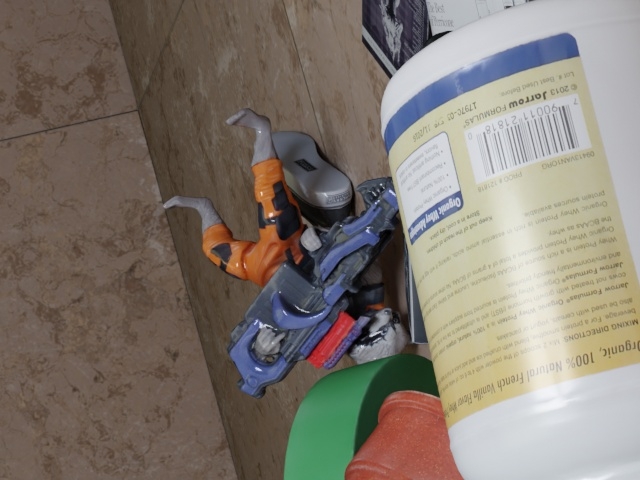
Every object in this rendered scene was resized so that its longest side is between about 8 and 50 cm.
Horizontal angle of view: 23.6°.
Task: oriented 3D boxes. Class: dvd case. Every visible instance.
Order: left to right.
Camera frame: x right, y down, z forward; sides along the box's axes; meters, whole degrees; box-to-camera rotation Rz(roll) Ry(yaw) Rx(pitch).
[{"bbox_3d":[0.078,-0.247,1.499,0.164,0.018,0.221,-121,23,-46],"label":"dvd case"},{"bbox_3d":[0.093,-0.013,1.463,0.239,0.029,0.179,-75,-18,-82],"label":"dvd case"}]

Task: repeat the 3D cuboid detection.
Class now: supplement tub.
[{"bbox_3d":[0.174,0.031,0.930,0.228,0.228,0.316,121,140,-70],"label":"supplement tub"}]

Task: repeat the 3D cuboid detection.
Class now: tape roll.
[{"bbox_3d":[0.085,0.271,1.459,0.321,0.077,0.321,34,-133,-47],"label":"tape roll"}]

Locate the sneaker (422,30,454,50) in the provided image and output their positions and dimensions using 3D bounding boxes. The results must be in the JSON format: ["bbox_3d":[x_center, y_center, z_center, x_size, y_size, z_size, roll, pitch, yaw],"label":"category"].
[{"bbox_3d":[0.159,-0.053,1.128,0.302,0.108,0.121,39,138,40],"label":"sneaker"}]

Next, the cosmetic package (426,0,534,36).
[{"bbox_3d":[0.146,-0.202,1.202,0.239,0.060,0.099,-155,53,-72],"label":"cosmetic package"}]

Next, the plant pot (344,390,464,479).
[{"bbox_3d":[0.066,0.304,1.174,0.272,0.265,0.272,37,158,18],"label":"plant pot"}]

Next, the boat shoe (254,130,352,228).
[{"bbox_3d":[-0.020,-0.071,1.936,0.228,0.080,0.076,40,141,54],"label":"boat shoe"}]

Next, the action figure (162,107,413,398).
[{"bbox_3d":[0.000,0.000,1.754,0.341,0.178,0.330,-44,78,32],"label":"action figure"}]
